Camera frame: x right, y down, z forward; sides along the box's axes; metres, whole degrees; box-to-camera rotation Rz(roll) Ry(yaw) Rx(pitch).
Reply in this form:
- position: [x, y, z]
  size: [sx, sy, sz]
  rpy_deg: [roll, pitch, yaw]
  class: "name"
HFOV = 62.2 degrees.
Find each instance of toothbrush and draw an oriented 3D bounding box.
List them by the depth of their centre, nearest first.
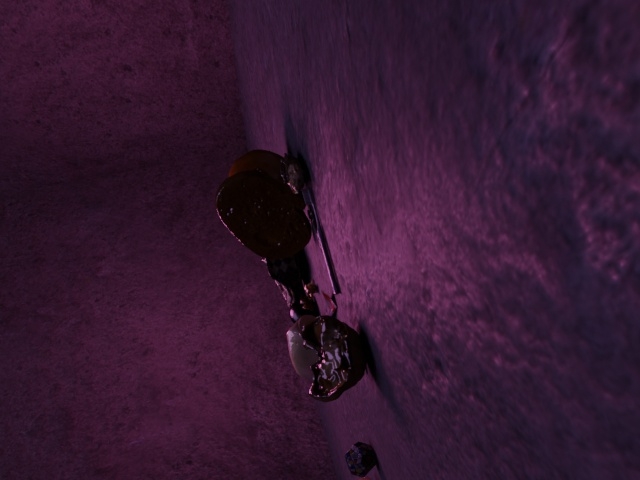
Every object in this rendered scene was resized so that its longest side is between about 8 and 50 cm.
- position: [0.000, 0.000, 1.665]
  size: [0.024, 0.029, 0.353]
  rpy_deg: [50, -156, -79]
  class: "toothbrush"

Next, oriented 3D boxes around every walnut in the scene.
- position: [0.052, 0.321, 1.466]
  size: [0.204, 0.141, 0.238]
  rpy_deg: [-38, 50, 40]
  class: "walnut"

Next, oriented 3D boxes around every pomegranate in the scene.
- position: [-0.218, -0.213, 1.982]
  size: [0.264, 0.265, 0.264]
  rpy_deg: [166, 90, -81]
  class: "pomegranate"

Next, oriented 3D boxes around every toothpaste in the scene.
- position: [0.022, 0.260, 1.898]
  size: [0.301, 0.048, 0.075]
  rpy_deg: [98, 161, -62]
  class: "toothpaste"

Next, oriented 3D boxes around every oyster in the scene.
- position: [-0.080, -0.227, 1.731]
  size: [0.209, 0.072, 0.132]
  rpy_deg: [-58, -49, -74]
  class: "oyster"

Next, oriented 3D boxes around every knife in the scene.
- position: [-0.025, -0.067, 1.749]
  size: [0.045, 0.021, 0.222]
  rpy_deg: [92, 162, -70]
  class: "knife"

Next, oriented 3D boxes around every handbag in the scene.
- position: [-0.153, 0.150, 2.450]
  size: [0.416, 0.180, 0.316]
  rpy_deg: [77, 172, -54]
  class: "handbag"

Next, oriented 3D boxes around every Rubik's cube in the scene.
- position: [0.132, 0.721, 1.749]
  size: [0.111, 0.111, 0.093]
  rpy_deg: [-148, 70, -78]
  class: "Rubik's cube"

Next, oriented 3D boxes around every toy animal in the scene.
- position: [-0.045, 0.192, 2.176]
  size: [0.081, 0.060, 0.083]
  rpy_deg: [35, -167, -29]
  class: "toy animal"

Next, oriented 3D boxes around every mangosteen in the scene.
- position: [-0.069, 0.307, 2.337]
  size: [0.151, 0.137, 0.137]
  rpy_deg: [-64, 23, 17]
  class: "mangosteen"

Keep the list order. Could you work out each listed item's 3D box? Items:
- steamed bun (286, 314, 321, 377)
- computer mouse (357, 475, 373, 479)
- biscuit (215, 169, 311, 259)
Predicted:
- position: [-0.028, 0.426, 2.135]
  size: [0.170, 0.153, 0.238]
  rpy_deg: [-42, -53, -55]
  class: "steamed bun"
- position: [0.178, 0.879, 1.743]
  size: [0.236, 0.082, 0.145]
  rpy_deg: [-153, 49, -81]
  class: "computer mouse"
- position: [-0.186, -0.096, 1.871]
  size: [0.367, 0.314, 0.063]
  rpy_deg: [50, -154, -24]
  class: "biscuit"
